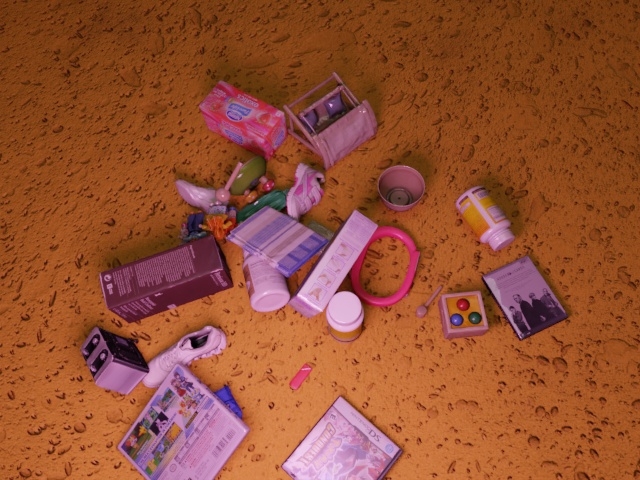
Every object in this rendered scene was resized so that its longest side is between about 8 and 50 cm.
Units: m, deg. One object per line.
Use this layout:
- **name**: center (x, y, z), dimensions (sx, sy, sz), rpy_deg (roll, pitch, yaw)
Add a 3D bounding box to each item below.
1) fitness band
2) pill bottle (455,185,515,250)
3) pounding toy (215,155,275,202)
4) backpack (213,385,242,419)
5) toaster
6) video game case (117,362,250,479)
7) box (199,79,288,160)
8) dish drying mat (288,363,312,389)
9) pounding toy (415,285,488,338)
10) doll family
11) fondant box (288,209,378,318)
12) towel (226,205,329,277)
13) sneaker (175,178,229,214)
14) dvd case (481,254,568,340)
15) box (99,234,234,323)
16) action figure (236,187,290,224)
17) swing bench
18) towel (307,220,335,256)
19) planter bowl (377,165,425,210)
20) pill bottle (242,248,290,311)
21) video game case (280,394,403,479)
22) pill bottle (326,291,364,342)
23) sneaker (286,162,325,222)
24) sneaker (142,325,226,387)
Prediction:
- **fitness band**: center (0.219, 0.087, 1.875), dimensions (0.208, 0.054, 0.291), rpy_deg (16, 67, 13)
- **pill bottle**: center (0.566, -0.074, 1.887), dimensions (0.117, 0.117, 0.215), rpy_deg (-26, 67, -8)
- **pounding toy**: center (-0.246, -0.195, 1.946), dimensions (0.110, 0.237, 0.183), rpy_deg (46, 113, 4)
- **backpack**: center (-0.296, 0.516, 1.679), dimensions (0.097, 0.101, 0.120), rpy_deg (-26, 70, -20)
- **toaster**: center (-0.633, 0.372, 1.714), dimensions (0.110, 0.185, 0.168), rpy_deg (-49, 50, 1)
- **video game case**: center (-0.409, 0.585, 1.632), dimensions (0.300, 0.036, 0.329), rpy_deg (38, 96, 18)
- **box**: center (-0.287, -0.452, 2.090), dimensions (0.299, 0.154, 0.142), rpy_deg (30, 71, 14)
- **dish drying mat**: center (-0.063, 0.433, 1.757), dimensions (0.032, 0.008, 0.083), rpy_deg (36, 72, 16)
- **pounding toy**: center (0.413, 0.217, 1.779), dimensions (0.205, 0.094, 0.181), rpy_deg (-6, 66, 0)
- **doll family**: center (-0.400, -0.040, 1.892), dimensions (0.262, 0.118, 0.163), rpy_deg (-18, 50, 10)
- **fondant box**: center (0.035, 0.081, 1.771), dimensions (0.096, 0.238, 0.330), rpy_deg (34, 73, -2)
- **towel**: center (-0.144, -0.003, 1.828), dimensions (0.284, 0.034, 0.209), rpy_deg (29, 52, 26)
- **sneaker**: center (-0.431, -0.169, 2.022), dimensions (0.212, 0.080, 0.094), rpy_deg (34, 60, 10)
- **dvd case**: center (0.668, 0.185, 1.813), dimensions (0.179, 0.030, 0.239), rpy_deg (-23, 66, -7)
- **box**: center (-0.497, 0.132, 1.821), dimensions (0.381, 0.191, 0.143), rpy_deg (-21, 67, -5)
- **action figure**: center (-0.195, -0.109, 1.978), dimensions (0.232, 0.063, 0.137), rpy_deg (-39, 68, -9)
- **swing bench**: center (0.040, -0.443, 2.059), dimensions (0.253, 0.165, 0.255), rpy_deg (-38, 70, -13)
- **towel**: center (0.000, 0.000, 1.937), dimensions (0.148, 0.027, 0.110), rpy_deg (32, 71, 16)
- **planter bowl**: center (0.280, -0.167, 1.950), dimensions (0.161, 0.109, 0.162), rpy_deg (-1, 65, 2)
- **pill bottle**: center (-0.189, 0.110, 1.838), dimensions (0.131, 0.131, 0.229), rpy_deg (-16, 56, -4)
- **video game case**: center (0.064, 0.648, 1.639), dimensions (0.248, 0.035, 0.275), rpy_deg (38, 73, 18)
- **pill bottle**: center (0.077, 0.239, 1.726), dimensions (0.119, 0.208, 0.119), rpy_deg (-1, 66, 3)
- **sneaker**: center (-0.050, -0.162, 1.972), dimensions (0.111, 0.103, 0.253), rpy_deg (11, 68, 10)
- **sneaker**: center (-0.444, 0.359, 1.755), dimensions (0.292, 0.118, 0.110), rpy_deg (-33, 70, -9)
